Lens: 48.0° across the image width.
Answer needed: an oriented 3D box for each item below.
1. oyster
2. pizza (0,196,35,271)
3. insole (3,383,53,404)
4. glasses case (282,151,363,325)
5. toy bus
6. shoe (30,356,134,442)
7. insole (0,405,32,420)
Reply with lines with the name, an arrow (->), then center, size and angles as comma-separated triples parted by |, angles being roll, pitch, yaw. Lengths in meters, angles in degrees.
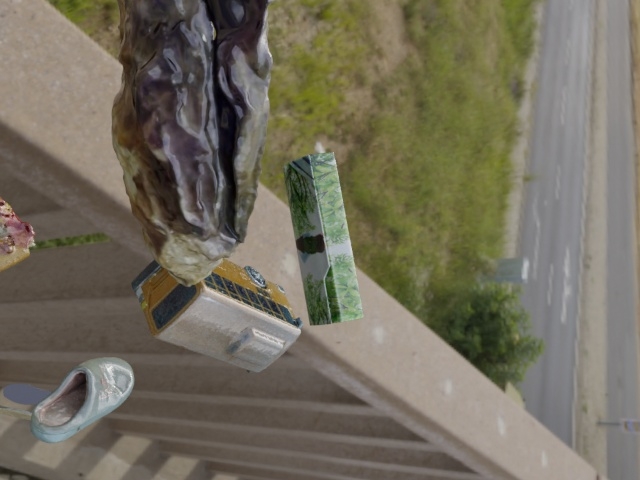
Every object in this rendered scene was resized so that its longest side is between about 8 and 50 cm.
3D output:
oyster -> -0.096, -0.111, 0.502 | 0.100, 0.275, 0.271 | -3, 82, -14
pizza -> -0.775, -0.101, 1.316 | 0.440, 0.130, 0.406 | -9, 90, -26
insole -> -0.600, 0.328, 1.517 | 0.135, 0.002, 0.045 | 18, 94, -32
glasses case -> 0.000, 0.000, 1.176 | 0.062, 0.095, 0.272 | -9, 86, -29
toy bus -> -0.106, 0.078, 0.800 | 0.182, 0.091, 0.103 | 32, 19, -48
shoe -> -0.352, 0.226, 1.088 | 0.195, 0.079, 0.078 | -39, 156, -53
insole -> -0.767, 0.407, 1.721 | 0.081, 0.248, 0.011 | 90, 11, -63
